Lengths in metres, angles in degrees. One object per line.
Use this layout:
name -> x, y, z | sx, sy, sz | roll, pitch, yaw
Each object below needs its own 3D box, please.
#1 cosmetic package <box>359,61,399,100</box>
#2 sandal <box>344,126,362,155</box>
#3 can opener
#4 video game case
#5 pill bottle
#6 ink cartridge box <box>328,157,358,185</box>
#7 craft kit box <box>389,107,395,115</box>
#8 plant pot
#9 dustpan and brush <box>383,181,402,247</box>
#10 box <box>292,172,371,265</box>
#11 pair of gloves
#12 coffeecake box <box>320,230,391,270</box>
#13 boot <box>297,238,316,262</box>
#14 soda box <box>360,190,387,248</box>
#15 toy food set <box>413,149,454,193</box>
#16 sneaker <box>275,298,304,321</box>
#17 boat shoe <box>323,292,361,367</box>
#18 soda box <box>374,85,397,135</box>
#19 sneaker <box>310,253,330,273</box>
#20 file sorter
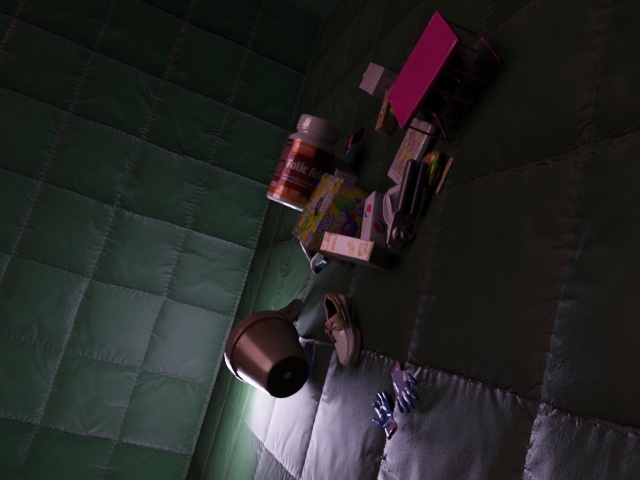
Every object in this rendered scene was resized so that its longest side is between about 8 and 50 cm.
cosmetic package -> 0.258, -0.689, 2.208 | 0.238, 0.107, 0.127 | -103, 36, -64
sandal -> 0.145, -0.471, 2.413 | 0.179, 0.040, 0.067 | 131, 153, -49
can opener -> 0.265, -0.109, 1.583 | 0.095, 0.075, 0.284 | -132, 54, -80
video game case -> 0.310, -0.303, 1.749 | 0.206, 0.026, 0.227 | -108, 40, -69
pill bottle -> -0.067, -0.333, 2.230 | 0.392, 0.224, 0.224 | -69, 18, 3
ink cartridge box -> 0.048, -0.221, 2.322 | 0.273, 0.114, 0.197 | -62, 20, 22
craft kit box -> 0.347, -0.561, 1.733 | 0.250, 0.061, 0.247 | -58, -6, 36
plant pot -> -0.189, 0.486, 2.072 | 0.280, 0.323, 0.323 | 30, 101, 54
dustpan and brush -> 0.240, -0.082, 1.689 | 0.147, 0.060, 0.211 | 154, 111, -72
box -> 0.052, -0.093, 2.018 | 0.290, 0.177, 0.279 | -61, 18, 4
pair of gloves -> 0.197, 0.432, 1.362 | 0.198, 0.023, 0.159 | -64, 17, 17
coffeecake box -> 0.117, 0.035, 1.674 | 0.185, 0.142, 0.068 | 13, 82, 33
boot -> 0.000, 0.000, 2.267 | 0.178, 0.236, 0.085 | -29, 40, -5
soda box -> 0.194, -0.063, 1.803 | 0.074, 0.069, 0.216 | -42, 33, 56
toy food set -> 0.336, -0.220, 1.588 | 0.192, 0.038, 0.133 | -134, 64, -70
sneaker -> -0.164, 0.364, 2.307 | 0.222, 0.083, 0.118 | -30, -27, -45
boat shoe -> 0.066, 0.304, 1.747 | 0.302, 0.103, 0.113 | -97, 31, -54
soda box -> 0.277, -0.517, 2.032 | 0.058, 0.061, 0.181 | -10, 62, 70
sneaker -> 0.009, 0.082, 2.221 | 0.167, 0.064, 0.076 | -65, 23, 22
file sorter -> 0.366, -0.478, 1.517 | 0.202, 0.182, 0.291 | -99, 31, -45
